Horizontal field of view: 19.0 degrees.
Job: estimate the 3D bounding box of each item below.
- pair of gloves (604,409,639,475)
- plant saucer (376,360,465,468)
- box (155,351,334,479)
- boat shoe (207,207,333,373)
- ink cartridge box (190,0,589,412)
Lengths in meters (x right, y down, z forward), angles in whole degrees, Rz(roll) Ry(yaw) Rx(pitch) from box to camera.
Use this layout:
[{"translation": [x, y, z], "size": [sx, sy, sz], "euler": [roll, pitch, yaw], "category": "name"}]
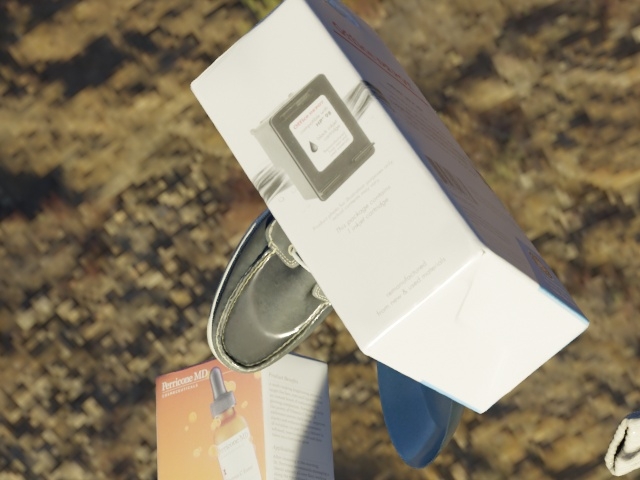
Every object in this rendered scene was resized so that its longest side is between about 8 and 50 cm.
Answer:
[{"translation": [0.303, 0.067, 1.284], "size": [0.204, 0.240, 0.042], "euler": [-24, 62, -27], "category": "pair of gloves"}, {"translation": [0.101, 0.112, 1.759], "size": [0.037, 0.195, 0.195], "euler": [-1, 41, -19], "category": "plant saucer"}, {"translation": [-0.065, 0.191, 1.649], "size": [0.130, 0.091, 0.170], "euler": [-20, 64, 37], "category": "box"}, {"translation": [0.000, 0.000, 1.361], "size": [0.233, 0.084, 0.079], "euler": [-50, 8, 5], "category": "boat shoe"}, {"translation": [0.019, -0.027, 0.755], "size": [0.060, 0.104, 0.180], "euler": [-41, 57, 12], "category": "ink cartridge box"}]
